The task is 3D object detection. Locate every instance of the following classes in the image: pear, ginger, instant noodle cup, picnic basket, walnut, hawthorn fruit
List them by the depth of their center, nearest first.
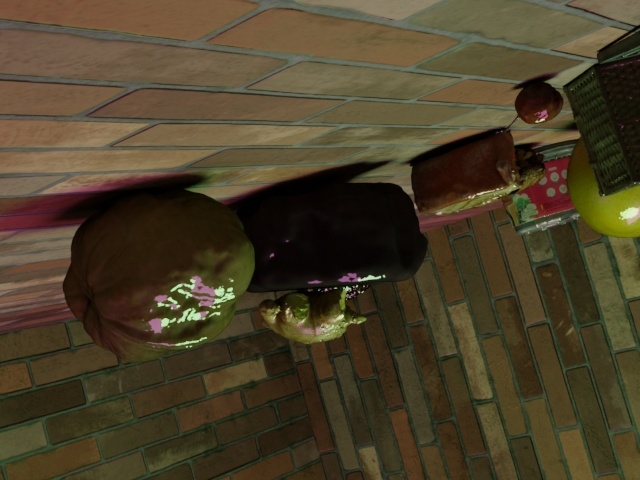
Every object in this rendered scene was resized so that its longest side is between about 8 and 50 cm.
[{"bbox_3d":[0.324,-0.203,1.625,0.103,0.067,0.067,-35,164,36],"label":"hawthorn fruit"},{"bbox_3d":[-0.253,0.056,1.643,0.277,0.282,0.253,-5,-151,-41],"label":"walnut"},{"bbox_3d":[0.493,-0.184,1.680,0.134,0.196,0.154,-17,174,-10],"label":"picnic basket"},{"bbox_3d":[-0.016,0.148,2.094,0.216,0.102,0.157,1,149,-2],"label":"ginger"},{"bbox_3d":[0.666,-0.147,2.177,0.285,0.285,0.336,-14,173,-16],"label":"pear"},{"bbox_3d":[0.542,-0.121,2.568,0.302,0.181,0.258,-17,174,8],"label":"instant noodle cup"}]

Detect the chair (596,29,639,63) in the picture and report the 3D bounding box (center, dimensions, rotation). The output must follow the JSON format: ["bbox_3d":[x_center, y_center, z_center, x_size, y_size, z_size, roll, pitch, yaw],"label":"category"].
[{"bbox_3d":[0.512,-0.239,1.405,0.136,0.147,0.270,-15,173,-19],"label":"chair"}]

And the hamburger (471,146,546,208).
[{"bbox_3d":[0.396,-0.141,2.378,0.231,0.107,0.231,-23,175,-2],"label":"hamburger"}]

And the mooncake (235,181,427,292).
[{"bbox_3d":[0.000,0.000,2.055,0.350,0.212,0.381,-9,178,-37],"label":"mooncake"}]

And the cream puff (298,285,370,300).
[{"bbox_3d":[0.023,0.035,2.371,0.239,0.239,0.165,-15,145,-8],"label":"cream puff"}]

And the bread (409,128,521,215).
[{"bbox_3d":[0.291,-0.130,2.064,0.190,0.123,0.244,-10,171,-36],"label":"bread"}]
